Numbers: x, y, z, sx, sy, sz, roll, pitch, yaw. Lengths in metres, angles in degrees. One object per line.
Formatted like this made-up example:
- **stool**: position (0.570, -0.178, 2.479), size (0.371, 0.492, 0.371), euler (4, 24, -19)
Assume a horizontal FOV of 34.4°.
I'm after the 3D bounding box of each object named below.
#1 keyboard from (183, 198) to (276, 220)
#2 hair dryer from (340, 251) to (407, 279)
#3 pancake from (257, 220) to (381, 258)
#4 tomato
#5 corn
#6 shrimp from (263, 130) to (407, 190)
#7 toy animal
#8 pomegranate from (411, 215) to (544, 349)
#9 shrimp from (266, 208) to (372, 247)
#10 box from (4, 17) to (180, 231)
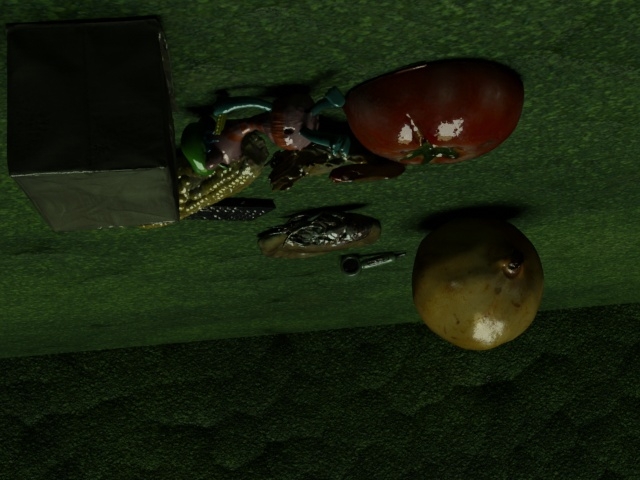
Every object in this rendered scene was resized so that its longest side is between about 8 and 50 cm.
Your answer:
- **keyboard**: position (-0.227, -0.051, 1.653), size (0.309, 0.018, 0.101), euler (1, 167, -30)
- **hair dryer**: position (0.116, 0.044, 2.245), size (0.150, 0.047, 0.071), euler (-17, 169, 1)
- **pancake**: position (0.000, 0.001, 1.954), size (0.236, 0.042, 0.222), euler (-7, 170, 7)
- **tomato**: position (0.139, -0.142, 1.260), size (0.224, 0.085, 0.225), euler (-6, 171, -1)
- **corn**: position (-0.180, -0.077, 1.400), size (0.288, 0.087, 0.086), euler (-19, 163, 42)
- **shrimp**: position (0.023, -0.095, 1.307), size (0.133, 0.053, 0.236), euler (33, -151, 26)
- **toy animal**: position (-0.067, -0.133, 1.203), size (0.208, 0.100, 0.103), euler (-2, 148, 25)
- **pomegranate**: position (0.297, 0.079, 1.958), size (0.264, 0.264, 0.264), euler (-6, 168, -1)
- **shrimp**: position (-0.004, -0.019, 1.804), size (0.190, 0.075, 0.073), euler (2, -158, 9)
- **box**: position (-0.223, -0.110, 1.063), size (0.155, 0.149, 0.231), euler (-4, 168, -7)
